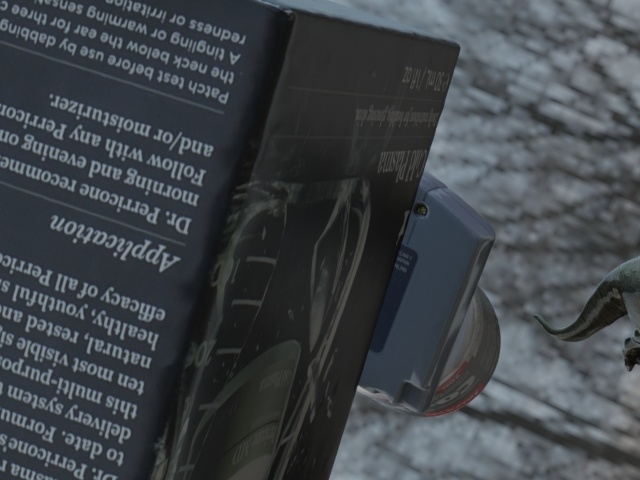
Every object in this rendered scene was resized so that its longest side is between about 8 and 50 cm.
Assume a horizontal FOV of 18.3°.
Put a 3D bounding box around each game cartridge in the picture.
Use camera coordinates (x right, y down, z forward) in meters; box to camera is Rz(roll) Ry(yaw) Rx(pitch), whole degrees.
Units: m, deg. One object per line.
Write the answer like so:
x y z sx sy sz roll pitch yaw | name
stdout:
0.000 0.000 1.735 0.062 0.297 0.198 -4 -61 -65 | game cartridge

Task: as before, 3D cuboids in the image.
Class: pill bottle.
0.099 0.096 2.029 0.161 0.161 0.283 -64 -16 -4 | pill bottle

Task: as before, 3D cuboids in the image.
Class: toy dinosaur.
0.363 0.063 1.949 0.121 0.314 0.160 -48 -42 -36 | toy dinosaur

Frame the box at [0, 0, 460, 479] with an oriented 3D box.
-0.147 0.041 1.321 0.480 0.297 0.471 -13 -58 -74 | box
